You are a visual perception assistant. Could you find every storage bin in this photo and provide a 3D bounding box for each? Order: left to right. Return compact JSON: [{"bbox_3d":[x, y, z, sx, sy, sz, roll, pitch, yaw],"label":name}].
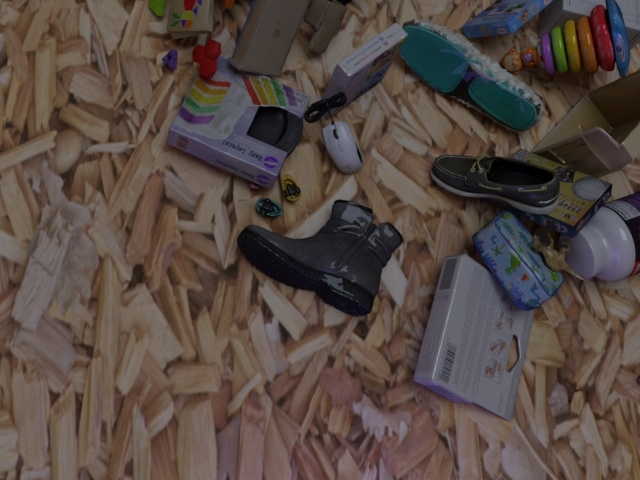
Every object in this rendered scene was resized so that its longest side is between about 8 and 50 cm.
[{"bbox_3d":[0.686,-0.270,1.925,0.262,0.260,0.123,-43,99,-23],"label":"storage bin"}]

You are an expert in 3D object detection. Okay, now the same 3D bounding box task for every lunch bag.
[{"bbox_3d":[0.448,0.044,1.824,0.219,0.090,0.176,52,31,4],"label":"lunch bag"}]

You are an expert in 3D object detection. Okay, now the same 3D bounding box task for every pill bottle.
[{"bbox_3d":[0.728,-0.013,1.896,0.323,0.181,0.181,-18,78,-19],"label":"pill bottle"}]

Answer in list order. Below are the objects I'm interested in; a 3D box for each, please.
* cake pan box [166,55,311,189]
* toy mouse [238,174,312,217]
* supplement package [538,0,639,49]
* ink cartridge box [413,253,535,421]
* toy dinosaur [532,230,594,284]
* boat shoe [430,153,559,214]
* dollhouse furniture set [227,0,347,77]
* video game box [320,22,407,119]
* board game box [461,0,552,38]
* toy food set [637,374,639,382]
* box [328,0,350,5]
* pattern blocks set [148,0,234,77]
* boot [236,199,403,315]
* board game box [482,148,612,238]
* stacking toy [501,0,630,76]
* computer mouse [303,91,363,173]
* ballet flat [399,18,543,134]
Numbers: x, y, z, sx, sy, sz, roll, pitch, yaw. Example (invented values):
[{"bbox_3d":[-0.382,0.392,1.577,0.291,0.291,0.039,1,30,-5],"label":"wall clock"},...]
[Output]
[{"bbox_3d":[-0.173,-0.265,1.792,0.267,0.070,0.245,25,61,-5],"label":"cake pan box"},{"bbox_3d":[-0.118,-0.103,1.789,0.143,0.031,0.161,-22,79,-20],"label":"toy mouse"},{"bbox_3d":[0.711,-0.588,2.105,0.244,0.134,0.139,13,70,-10],"label":"supplement package"},{"bbox_3d":[0.346,0.217,1.787,0.261,0.066,0.296,32,65,-30],"label":"ink cartridge box"},{"bbox_3d":[0.535,0.038,1.829,0.183,0.053,0.092,34,43,-14],"label":"toy dinosaur"},{"bbox_3d":[0.394,-0.149,1.840,0.305,0.091,0.109,18,54,25],"label":"boat shoe"},{"bbox_3d":[-0.161,-0.540,1.893,0.286,0.198,0.303,-2,35,-49],"label":"dollhouse furniture set"},{"bbox_3d":[0.093,-0.383,1.842,0.187,0.205,0.048,-36,82,-22],"label":"video game box"},{"bbox_3d":[0.483,-0.581,2.035,0.211,0.160,0.039,-41,117,-21],"label":"board game box"},{"bbox_3d":[0.913,0.367,1.880,0.220,0.092,0.306,-38,77,-21],"label":"toy food set"},{"bbox_3d":[0.043,-0.783,1.975,0.312,0.179,0.343,45,68,1],"label":"box"},{"bbox_3d":[-0.281,-0.537,1.785,0.026,0.285,0.324,2,106,-49],"label":"pattern blocks set"},{"bbox_3d":[0.000,0.000,1.755,0.338,0.118,0.222,30,64,-15],"label":"boot"},{"bbox_3d":[0.522,-0.114,1.877,0.243,0.042,0.165,29,59,35],"label":"board game box"},{"bbox_3d":[0.598,-0.474,2.000,0.302,0.175,0.165,-9,31,21],"label":"stacking toy"},{"bbox_3d":[0.042,-0.229,1.810,0.106,0.042,0.193,-20,115,14],"label":"computer mouse"},{"bbox_3d":[0.366,-0.408,1.980,0.409,0.147,0.147,35,67,-5],"label":"ballet flat"}]
